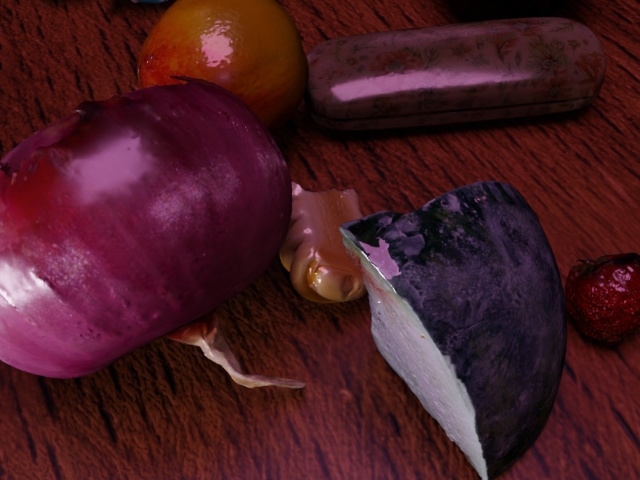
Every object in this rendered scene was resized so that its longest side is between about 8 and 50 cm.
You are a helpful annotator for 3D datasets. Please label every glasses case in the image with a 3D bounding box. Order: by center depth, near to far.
[{"bbox_3d":[0.186,-0.238,1.094,0.425,0.098,0.156,-5,54,-1],"label":"glasses case"}]

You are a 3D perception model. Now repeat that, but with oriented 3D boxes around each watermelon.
[{"bbox_3d":[0.140,0.055,0.816,0.320,0.214,0.289,48,53,-17],"label":"watermelon"}]

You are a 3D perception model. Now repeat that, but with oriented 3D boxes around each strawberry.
[{"bbox_3d":[0.326,0.064,0.858,0.106,0.106,0.106,-2,52,2],"label":"strawberry"}]

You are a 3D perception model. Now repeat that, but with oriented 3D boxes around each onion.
[{"bbox_3d":[-0.191,0.010,0.785,0.358,0.358,0.345,-17,70,-9],"label":"onion"}]

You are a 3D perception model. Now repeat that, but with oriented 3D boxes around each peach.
[{"bbox_3d":[-0.130,-0.222,1.027,0.231,0.231,0.231,-2,52,2],"label":"peach"}]

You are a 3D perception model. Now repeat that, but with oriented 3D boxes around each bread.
[{"bbox_3d":[0.000,0.000,0.918,0.119,0.084,0.177,11,45,-32],"label":"bread"}]

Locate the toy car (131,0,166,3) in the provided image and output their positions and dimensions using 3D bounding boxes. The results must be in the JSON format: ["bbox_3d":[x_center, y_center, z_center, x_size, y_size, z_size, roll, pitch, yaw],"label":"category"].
[{"bbox_3d":[-0.287,-0.433,1.301,0.161,0.098,0.126,26,27,-13],"label":"toy car"}]

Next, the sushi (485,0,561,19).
[{"bbox_3d":[0.323,-0.448,1.180,0.227,0.212,0.215,-43,43,22],"label":"sushi"}]
